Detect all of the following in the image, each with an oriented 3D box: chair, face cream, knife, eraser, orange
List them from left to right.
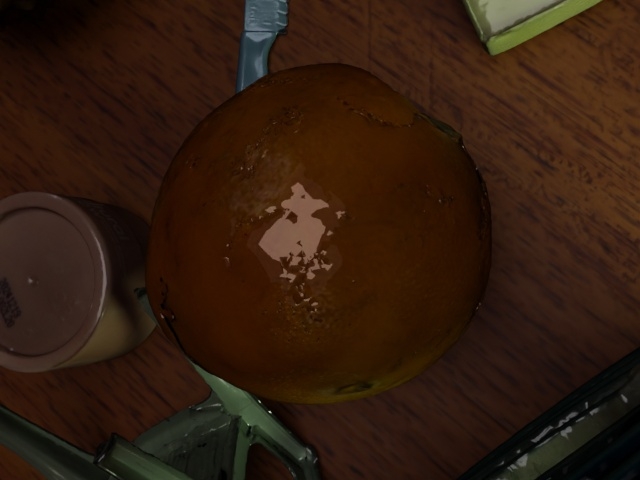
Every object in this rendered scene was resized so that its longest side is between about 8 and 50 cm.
[{"bbox_3d":[-0.221,0.036,0.660,0.149,0.104,0.149,-1,86,15],"label":"face cream"},{"bbox_3d":[-0.119,0.216,0.580,0.203,0.190,0.274,-34,123,13],"label":"chair"},{"bbox_3d":[-0.051,-0.192,0.671,0.045,0.019,0.312,2,87,8],"label":"knife"},{"bbox_3d":[0.000,0.000,0.535,0.240,0.240,0.239,-1,87,16],"label":"orange"},{"bbox_3d":[0.147,-0.247,0.593,0.117,0.058,0.172,-26,83,17],"label":"eraser"}]

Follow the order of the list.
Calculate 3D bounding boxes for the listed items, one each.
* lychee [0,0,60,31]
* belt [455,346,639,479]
[{"bbox_3d":[-0.295,-0.311,0.631,0.268,0.267,0.267,-1,87,16],"label":"lychee"},{"bbox_3d":[0.161,0.189,0.443,0.437,0.300,0.173,-34,80,2],"label":"belt"}]
